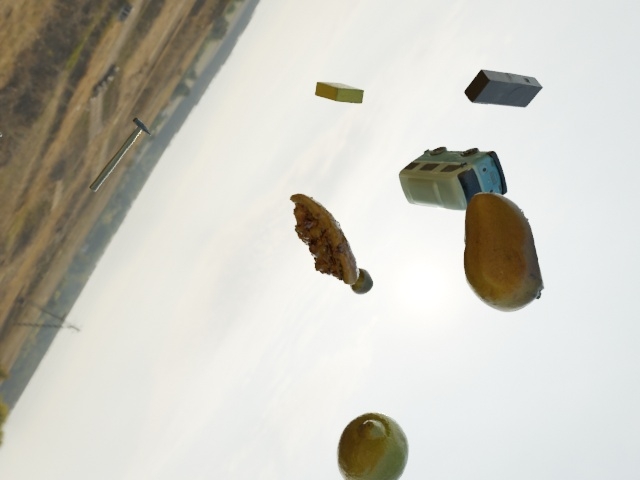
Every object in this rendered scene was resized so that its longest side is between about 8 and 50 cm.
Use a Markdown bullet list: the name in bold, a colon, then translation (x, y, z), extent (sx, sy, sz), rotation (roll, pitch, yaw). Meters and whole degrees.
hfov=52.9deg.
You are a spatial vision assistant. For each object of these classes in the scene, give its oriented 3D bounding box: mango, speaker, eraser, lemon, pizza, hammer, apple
- **mango**: translation (0.385, 0.023, 1.373), extent (0.130, 0.167, 0.261), rotation (56, 27, -81)
- **speaker**: translation (0.485, -0.397, 1.697), extent (0.082, 0.218, 0.044), rotation (-54, -130, 41)
- **eraser**: translation (0.056, -0.435, 1.892), extent (0.122, 0.097, 0.045), rotation (34, -59, 51)
- **lemon**: translation (0.128, 0.532, 1.596), extent (0.184, 0.184, 0.248), rotation (-82, 177, -51)
- **pizza**: translation (0.000, 0.000, 1.712), extent (0.086, 0.305, 0.161), rotation (-22, 155, -33)
- **hammer**: translation (-0.476, -0.196, 1.518), extent (0.013, 0.062, 0.198), rotation (28, -102, 33)
- **apple**: translation (0.126, 0.128, 2.040), extent (0.075, 0.089, 0.089), rotation (-22, -161, -4)

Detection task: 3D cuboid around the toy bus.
- **toy bus**: translation (0.341, -0.158, 1.707), extent (0.165, 0.133, 0.271), rotation (-32, -158, -23)
